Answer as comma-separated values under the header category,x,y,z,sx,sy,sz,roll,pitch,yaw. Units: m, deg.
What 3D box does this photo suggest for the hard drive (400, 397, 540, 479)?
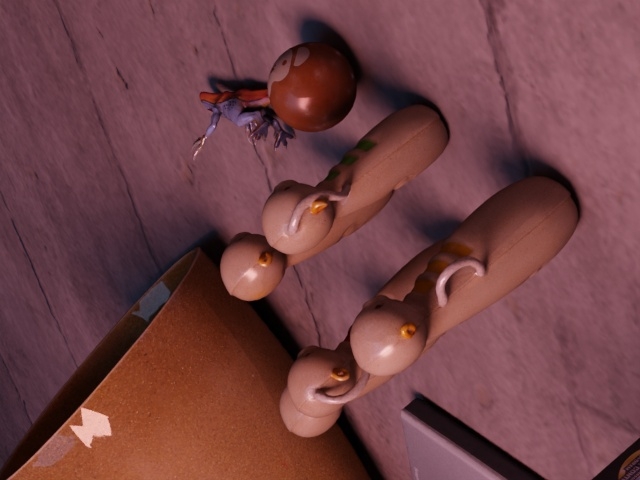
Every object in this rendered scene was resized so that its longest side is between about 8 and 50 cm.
category,x,y,z,sx,sy,sz,roll,pitch,yaw
hard drive,0.114,0.175,1.221,0.135,0.022,0.094,33,148,38

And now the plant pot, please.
category,x,y,z,sx,sy,sz,roll,pitch,yaw
plant pot,-0.078,0.177,1.354,0.254,0.237,0.237,42,156,-8

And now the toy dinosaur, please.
category,x,y,z,sx,sy,sz,roll,pitch,yaw
toy dinosaur,-0.051,-0.090,1.173,0.082,0.047,0.090,45,122,37

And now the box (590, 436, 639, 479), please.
category,x,y,z,sx,sy,sz,roll,pitch,yaw
box,0.168,0.224,0.897,0.060,0.270,0.216,21,140,51

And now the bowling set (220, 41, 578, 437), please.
category,x,y,z,sx,sy,sz,roll,pitch,yaw
bowling set,0.000,0.000,1.036,0.200,0.154,0.287,50,155,8
